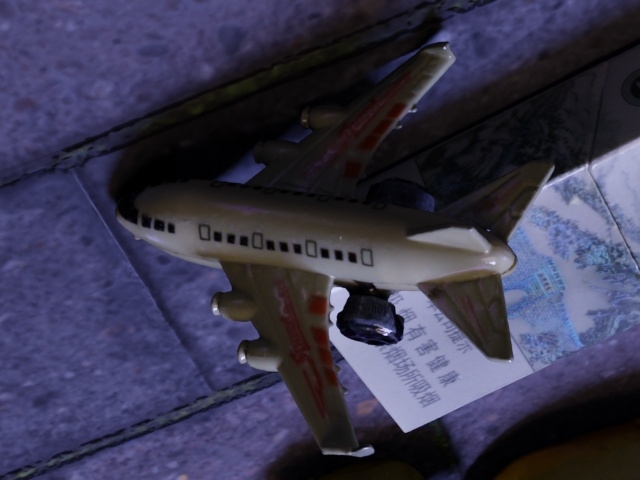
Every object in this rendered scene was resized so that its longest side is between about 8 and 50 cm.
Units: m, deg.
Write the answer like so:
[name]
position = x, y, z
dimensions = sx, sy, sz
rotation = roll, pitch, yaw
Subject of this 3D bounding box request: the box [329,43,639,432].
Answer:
[box]
position = 0.125, 0.002, 0.997
dimensions = 0.256, 0.069, 0.164
rotation = -26, 138, 10

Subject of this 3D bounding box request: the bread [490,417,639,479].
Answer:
[bread]
position = 0.243, 0.235, 1.234
dimensions = 0.270, 0.148, 0.270
rotation = -8, 134, -8

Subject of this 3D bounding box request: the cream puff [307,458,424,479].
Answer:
[cream puff]
position = 0.043, 0.214, 1.156
dimensions = 0.156, 0.156, 0.121
rotation = 31, 89, -40

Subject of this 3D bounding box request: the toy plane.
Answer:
[toy plane]
position = 0.000, 0.000, 0.894
dimensions = 0.244, 0.229, 0.092
rotation = 4, 161, 31
